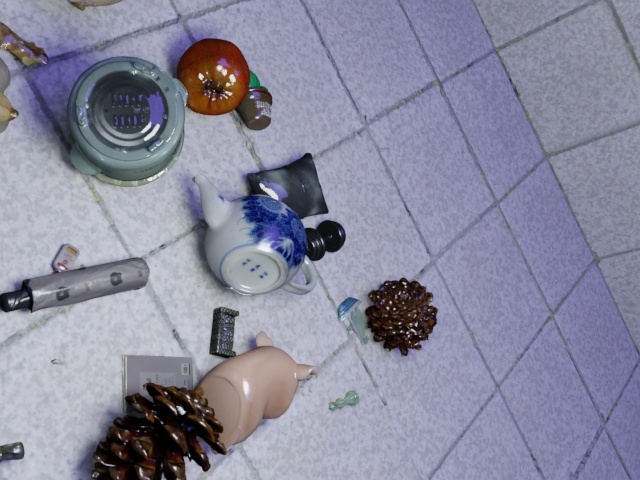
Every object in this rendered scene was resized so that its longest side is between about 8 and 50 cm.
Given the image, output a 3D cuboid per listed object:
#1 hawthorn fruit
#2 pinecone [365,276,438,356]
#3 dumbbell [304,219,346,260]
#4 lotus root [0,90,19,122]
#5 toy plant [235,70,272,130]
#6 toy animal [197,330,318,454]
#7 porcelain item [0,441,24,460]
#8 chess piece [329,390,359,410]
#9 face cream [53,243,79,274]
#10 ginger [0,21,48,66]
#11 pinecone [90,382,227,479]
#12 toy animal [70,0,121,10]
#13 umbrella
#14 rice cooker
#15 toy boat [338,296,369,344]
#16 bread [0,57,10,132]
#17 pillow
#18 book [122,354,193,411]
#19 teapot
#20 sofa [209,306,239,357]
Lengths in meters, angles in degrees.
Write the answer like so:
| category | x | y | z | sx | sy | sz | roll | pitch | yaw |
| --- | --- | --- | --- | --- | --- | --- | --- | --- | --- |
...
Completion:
| category | x | y | z | sx | sy | sz | roll | pitch | yaw |
| --- | --- | --- | --- | --- | --- | --- | --- | --- | --- |
| hawthorn fruit | -0.275 | -0.439 | 2.005 | 0.196 | 0.196 | 0.225 | 38 | 27 | -29 |
| pinecone | 0.232 | 0.228 | 2.246 | 0.221 | 0.221 | 0.221 | 16 | 66 | -40 |
| dumbbell | 0.000 | 0.000 | 2.162 | 0.208 | 0.099 | 0.099 | -23 | 93 | -45 |
| lotus root | -0.663 | -0.278 | 1.503 | 0.150 | 0.062 | 0.073 | 35 | 43 | -37 |
| toy plant | -0.189 | -0.399 | 2.118 | 0.143 | 0.105 | 0.200 | 12 | 57 | -50 |
| toy animal | -0.162 | 0.362 | 1.822 | 0.256 | 0.195 | 0.213 | -15 | 127 | -55 |
| porcelain item | -0.655 | 0.400 | 1.421 | 0.216 | 0.069 | 0.081 | -2 | 66 | -43 |
| chess piece | 0.060 | 0.444 | 2.117 | 0.093 | 0.042 | 0.042 | -13 | 86 | -38 |
| face cream | -0.555 | 0.048 | 1.669 | 0.040 | 0.021 | 0.083 | 39 | 53 | -27 |
| ginger | -0.670 | -0.430 | 1.708 | 0.137 | 0.044 | 0.057 | 35 | 84 | -23 |
| pinecone | -0.336 | 0.425 | 1.606 | 0.309 | 0.244 | 0.244 | -48 | 111 | -25 |
| toy animal | -0.532 | -0.667 | 1.816 | 0.358 | 0.188 | 0.226 | -41 | 116 | -44 |
| umbrella | -0.519 | 0.098 | 1.652 | 0.337 | 0.067 | 0.073 | -12 | 127 | -45 |
| rice cooker | -0.428 | -0.263 | 1.714 | 0.264 | 0.317 | 0.316 | 47 | 48 | -7 |
| toy boat | 0.108 | 0.225 | 2.236 | 0.149 | 0.034 | 0.105 | 42 | 53 | -25 |
| bread | -0.730 | -0.304 | 1.568 | 0.183 | 0.102 | 0.337 | 14 | 65 | -45 |
| pillow | -0.087 | -0.126 | 2.118 | 0.250 | 0.106 | 0.186 | -26 | 103 | -41 |
| book | -0.368 | 0.326 | 1.760 | 0.182 | 0.014 | 0.127 | 9 | 70 | -42 |
| teapot | -0.158 | -0.009 | 1.924 | 0.424 | 0.252 | 0.280 | 39 | 29 | -29 |
| sofa | -0.236 | 0.227 | 1.902 | 0.060 | 0.039 | 0.118 | 21 | 63 | -38 |
